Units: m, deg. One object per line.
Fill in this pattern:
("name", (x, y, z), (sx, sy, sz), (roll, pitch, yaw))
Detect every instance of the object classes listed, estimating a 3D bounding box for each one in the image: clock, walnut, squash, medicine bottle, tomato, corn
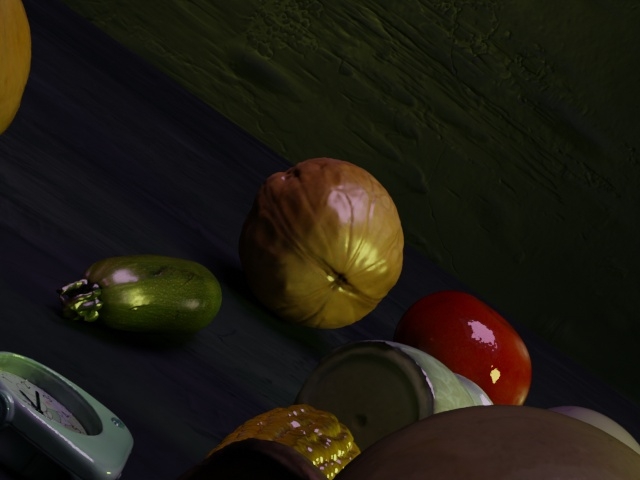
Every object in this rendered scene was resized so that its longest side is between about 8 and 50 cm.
("clock", (-0.180, 0.108, 0.943), (0.135, 0.041, 0.101), (36, 8, -3))
("walnut", (0.000, 0.000, 1.786), (0.195, 0.195, 0.221), (35, 9, -15))
("squash", (-0.139, 0.047, 1.358), (0.080, 0.071, 0.318), (38, 8, 11))
("medicine bottle", (0.066, 0.167, 1.305), (0.147, 0.147, 0.143), (43, 6, 35))
("tomato", (0.186, 0.149, 1.967), (0.195, 0.136, 0.195), (37, 8, -6))
("corn", (-0.036, 0.171, 1.023), (0.101, 0.101, 0.310), (39, 10, 8))

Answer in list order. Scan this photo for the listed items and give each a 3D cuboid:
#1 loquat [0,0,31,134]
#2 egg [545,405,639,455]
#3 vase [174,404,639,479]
("loquat", (-0.327, -0.145, 1.186), (0.208, 0.208, 0.208), (37, 8, -6))
("egg", (0.298, 0.272, 1.713), (0.198, 0.146, 0.146), (50, 14, 32))
("vase", (0.081, 0.247, 0.780), (0.302, 0.241, 0.329), (2, 61, -56))
